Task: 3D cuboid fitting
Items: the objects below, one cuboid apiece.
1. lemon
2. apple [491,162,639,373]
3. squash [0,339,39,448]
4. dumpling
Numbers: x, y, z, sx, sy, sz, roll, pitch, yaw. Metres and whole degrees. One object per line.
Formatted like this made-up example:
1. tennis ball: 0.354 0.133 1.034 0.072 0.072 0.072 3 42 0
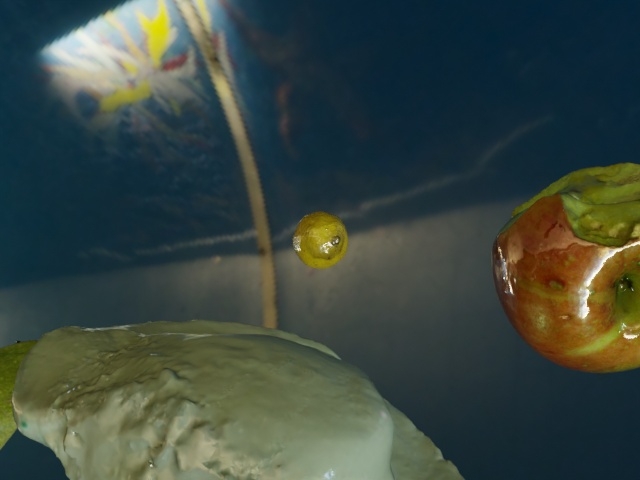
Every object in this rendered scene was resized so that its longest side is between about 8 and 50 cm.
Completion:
1. lemon: 0.000 0.000 1.753 0.082 0.082 0.111 -57 -177 -8
2. apple: 0.301 0.016 1.357 0.246 0.246 0.226 -47 -152 8
3. squash: -0.372 0.216 1.344 0.093 0.252 0.169 3 -76 48
4. dumpling: -0.023 0.082 0.507 0.152 0.219 0.108 -51 164 -30
